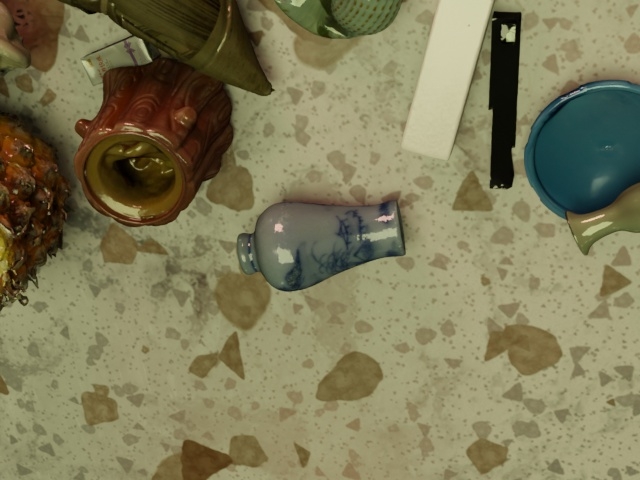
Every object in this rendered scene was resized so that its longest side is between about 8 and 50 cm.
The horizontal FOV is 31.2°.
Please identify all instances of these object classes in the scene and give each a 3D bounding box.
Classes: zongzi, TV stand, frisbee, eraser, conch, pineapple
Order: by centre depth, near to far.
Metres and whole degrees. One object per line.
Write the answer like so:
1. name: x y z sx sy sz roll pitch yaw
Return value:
1. zongzi: -0.167 -0.510 1.612 0.467 0.218 0.500 24 110 -21
2. conch: 0.028 -0.376 1.613 0.200 0.131 0.172 44 158 -28
3. eraser: 0.191 -0.270 1.653 0.076 0.078 0.298 17 115 7
4. frisbee: 0.419 -0.127 1.672 0.242 0.045 0.242 4 121 7
5. TV stand: 0.268 -0.203 1.678 0.040 0.049 0.256 3 113 11
6. pineapple: -0.564 -0.045 1.808 0.353 0.300 0.352 5 112 12

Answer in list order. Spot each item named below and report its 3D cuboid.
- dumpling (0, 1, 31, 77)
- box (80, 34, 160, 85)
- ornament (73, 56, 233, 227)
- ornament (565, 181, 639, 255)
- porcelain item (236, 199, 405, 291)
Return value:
1. dumpling: -0.593 -0.328 1.733 0.318 0.187 0.243 0 155 31
2. box: -0.313 -0.285 1.791 0.117 0.036 0.050 -20 106 21
3. ornament: -0.244 -0.144 1.716 0.221 0.217 0.235 -33 112 27
4. ornament: 0.442 -0.038 1.660 0.156 0.081 0.074 -24 78 24
5. porcelain item: 0.000 0.000 1.787 0.259 0.141 0.141 -11 109 9
